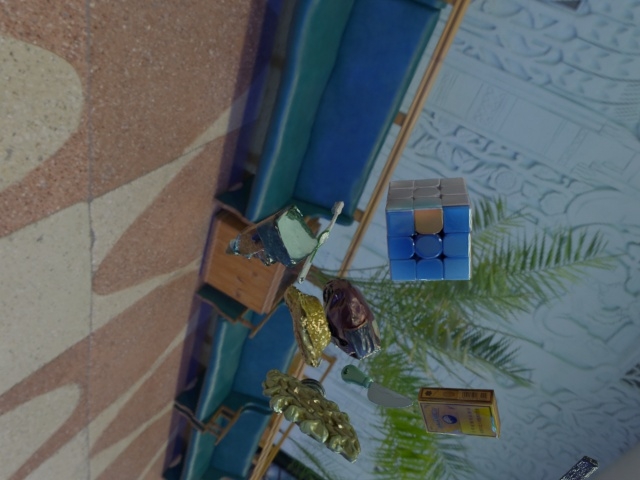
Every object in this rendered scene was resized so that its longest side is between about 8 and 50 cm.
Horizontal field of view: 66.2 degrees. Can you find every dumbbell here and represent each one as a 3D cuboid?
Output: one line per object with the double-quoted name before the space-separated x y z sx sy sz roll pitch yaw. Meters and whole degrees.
"dumbbell" -0.040 0.523 1.542 0.110 0.110 0.254 -62 -178 8

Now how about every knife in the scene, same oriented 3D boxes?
"knife" 0.150 0.423 1.392 0.063 0.260 0.035 -54 128 -15

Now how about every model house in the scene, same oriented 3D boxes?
"model house" -0.192 0.014 1.668 0.291 0.185 0.253 -19 -168 22

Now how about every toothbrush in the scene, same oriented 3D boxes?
"toothbrush" 0.004 0.000 1.999 0.042 0.040 0.418 51 53 -38

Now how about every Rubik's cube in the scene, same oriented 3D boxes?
"Rubik's cube" 0.395 -0.046 1.796 0.291 0.290 0.292 -68 152 -60

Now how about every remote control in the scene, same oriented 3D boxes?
"remote control" 1.001 0.902 1.908 0.025 0.063 0.245 -53 156 -38

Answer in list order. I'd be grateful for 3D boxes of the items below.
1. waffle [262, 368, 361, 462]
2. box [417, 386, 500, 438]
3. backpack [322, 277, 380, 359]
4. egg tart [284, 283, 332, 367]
"waffle" -0.024 0.453 1.308 0.056 0.309 0.292 -56 -174 1
"box" 0.567 0.703 2.010 0.084 0.301 0.193 -54 132 -54
"backpack" 0.106 0.302 1.948 0.197 0.318 0.283 -25 179 -10
"egg tart" -0.038 0.279 1.649 0.116 0.295 0.295 -17 158 -7
